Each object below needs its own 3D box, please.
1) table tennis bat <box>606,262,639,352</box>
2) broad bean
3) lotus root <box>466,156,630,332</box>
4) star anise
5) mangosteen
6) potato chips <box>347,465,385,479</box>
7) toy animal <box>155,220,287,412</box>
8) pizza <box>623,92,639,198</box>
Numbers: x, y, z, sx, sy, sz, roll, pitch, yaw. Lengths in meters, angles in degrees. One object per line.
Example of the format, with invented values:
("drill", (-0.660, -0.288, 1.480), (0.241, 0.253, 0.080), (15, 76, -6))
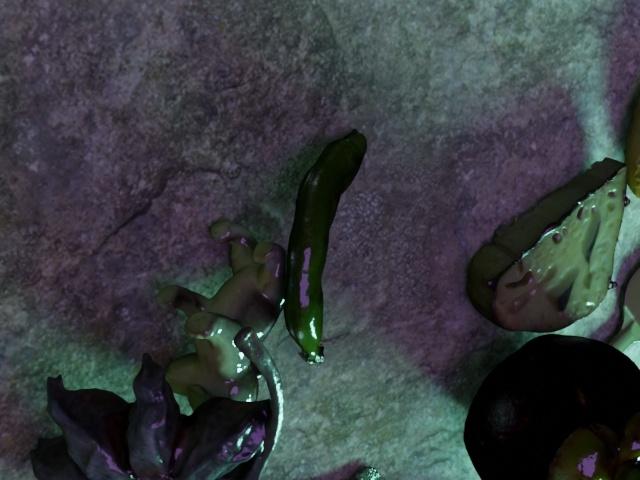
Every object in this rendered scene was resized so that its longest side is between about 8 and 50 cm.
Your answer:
("table tennis bat", (0.457, 0.100, 1.934), (0.246, 0.022, 0.138), (-44, 117, -12))
("broad bean", (0.000, 0.000, 1.601), (0.144, 0.049, 0.291), (28, 71, -71))
("lotus root", (0.311, 0.026, 1.809), (0.261, 0.074, 0.170), (-32, 116, -17))
("star anise", (-0.181, 0.236, 1.511), (0.316, 0.139, 0.359), (-6, 133, 7))
("mangosteen", (0.324, 0.262, 1.758), (0.233, 0.287, 0.287), (-33, 119, 14))
("potato chips", (0.074, 0.376, 1.782), (0.228, 0.059, 0.167), (-16, 79, -18))
("toy animal", (-0.106, 0.095, 1.599), (0.169, 0.121, 0.233), (43, 72, -45))
("pizza", (0.505, -0.186, 1.844), (0.161, 0.085, 0.305), (26, 92, -30))
